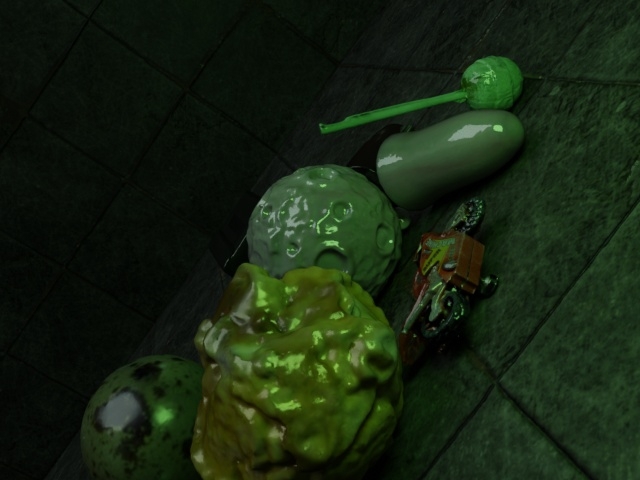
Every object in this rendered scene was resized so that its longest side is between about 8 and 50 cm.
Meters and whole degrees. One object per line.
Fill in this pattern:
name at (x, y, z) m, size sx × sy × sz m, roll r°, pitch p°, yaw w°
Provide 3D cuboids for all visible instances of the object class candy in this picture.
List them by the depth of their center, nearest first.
candy at (0.207, -0.272, 1.466) m, size 0.440 × 0.119 × 0.119 m, roll -17°, pitch 12°, yaw -12°

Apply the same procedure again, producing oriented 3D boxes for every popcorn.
popcorn at (-0.026, 0.238, 1.175) m, size 0.344 × 0.354 × 0.390 m, roll 10°, pitch 101°, yaw 36°

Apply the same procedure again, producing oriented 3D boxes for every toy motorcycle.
toy motorcycle at (0.212, 0.061, 1.224) m, size 0.171 × 0.089 × 0.298 m, roll -37°, pitch 25°, yaw 49°

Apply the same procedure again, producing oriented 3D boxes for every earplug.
earplug at (0.267, -0.175, 1.422) m, size 0.301 × 0.172 × 0.172 m, roll -21°, pitch 38°, yaw 54°

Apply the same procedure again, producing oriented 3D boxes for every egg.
egg at (-0.369, 0.436, 1.679) m, size 0.345 × 0.345 × 0.428 m, roll -59°, pitch 9°, yaw -11°

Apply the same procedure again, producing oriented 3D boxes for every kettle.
kettle at (0.147, -0.171, 1.786) m, size 0.232 × 0.144 × 0.202 m, roll -54°, pitch -3°, yaw -39°

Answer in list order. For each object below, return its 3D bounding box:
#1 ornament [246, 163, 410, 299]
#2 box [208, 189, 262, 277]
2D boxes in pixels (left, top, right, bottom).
ornament at (0.000, 0.000, 1.544) m, size 0.337 × 0.337 × 0.337 m, roll -49°, pitch 18°, yaw 22°
box at (-0.131, 0.027, 1.959) m, size 0.204 × 0.251 × 0.345 m, roll -56°, pitch 18°, yaw -1°
